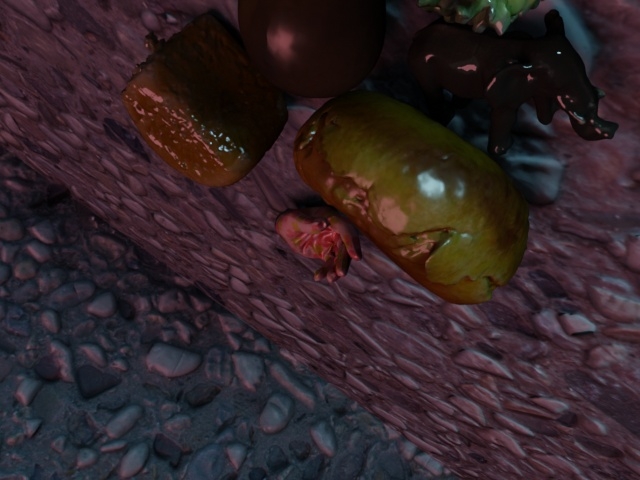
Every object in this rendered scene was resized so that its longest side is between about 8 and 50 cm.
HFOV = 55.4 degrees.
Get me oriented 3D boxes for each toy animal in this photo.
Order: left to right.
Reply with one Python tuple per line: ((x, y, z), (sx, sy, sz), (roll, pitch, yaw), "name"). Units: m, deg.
((0.191, -0.164, 0.652), (0.245, 0.114, 0.146), (16, 153, 32), "toy animal")

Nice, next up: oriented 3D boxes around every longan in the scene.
((-0.008, -0.252, 0.675), (0.189, 0.189, 0.189), (29, 156, 14), "longan")

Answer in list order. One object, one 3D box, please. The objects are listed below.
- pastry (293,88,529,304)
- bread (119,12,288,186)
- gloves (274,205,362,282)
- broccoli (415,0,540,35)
((0.114, -0.056, 0.804), (0.356, 0.164, 0.356), (36, 180, 0), "pastry")
((-0.191, -0.217, 0.961), (0.246, 0.195, 0.176), (46, 148, -20), "bread")
((0.009, -0.004, 1.197), (0.241, 0.126, 0.145), (15, 123, 45), "gloves")
((0.109, -0.295, 0.362), (0.281, 0.293, 0.348), (-35, 126, 26), "broccoli")
